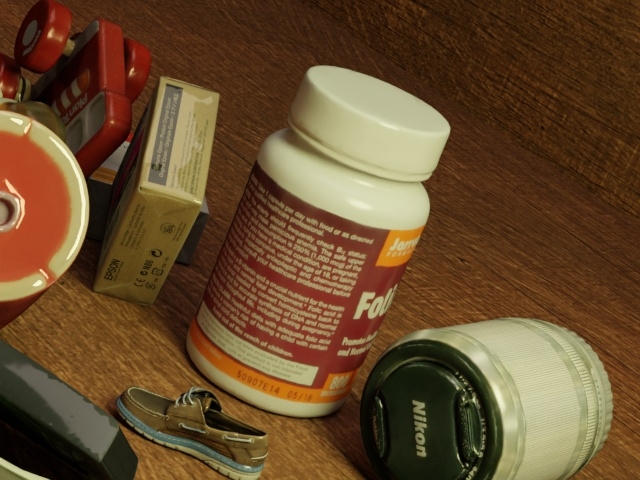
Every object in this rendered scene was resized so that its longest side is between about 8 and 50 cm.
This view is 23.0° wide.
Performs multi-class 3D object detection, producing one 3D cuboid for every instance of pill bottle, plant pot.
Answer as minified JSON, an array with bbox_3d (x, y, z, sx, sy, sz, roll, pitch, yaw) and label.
[{"bbox_3d":[0.000,0.000,1.944,0.224,0.392,0.224,20,21,-8],"label":"pill bottle"},{"bbox_3d":[-0.373,-0.025,1.666,0.275,0.275,0.243,13,-10,-26],"label":"plant pot"}]

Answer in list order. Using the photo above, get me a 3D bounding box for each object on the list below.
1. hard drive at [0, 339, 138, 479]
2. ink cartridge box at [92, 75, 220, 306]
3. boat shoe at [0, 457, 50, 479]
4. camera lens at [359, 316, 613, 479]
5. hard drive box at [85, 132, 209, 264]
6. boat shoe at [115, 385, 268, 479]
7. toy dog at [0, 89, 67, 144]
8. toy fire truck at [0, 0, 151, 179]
[{"bbox_3d":[-0.297,0.160,1.586,0.254,0.054,0.172,31,-19,15],"label":"hard drive"},{"bbox_3d":[-0.212,-0.061,2.022,0.088,0.235,0.193,16,49,-14],"label":"ink cartridge box"},{"bbox_3d":[-0.333,0.236,1.407,0.305,0.109,0.091,25,15,-6],"label":"boat shoe"},{"bbox_3d":[0.198,0.206,1.883,0.219,0.219,0.274,36,24,32],"label":"camera lens"},{"bbox_3d":[-0.269,-0.072,2.287,0.181,0.089,0.232,17,21,-18],"label":"hard drive box"},{"bbox_3d":[-0.139,0.200,1.765,0.183,0.066,0.066,25,20,5],"label":"boat shoe"},{"bbox_3d":[-0.496,-0.147,1.911,0.408,0.285,0.395,31,-5,-1],"label":"toy dog"},{"bbox_3d":[-0.361,-0.159,2.147,0.169,0.302,0.254,25,42,-34],"label":"toy fire truck"}]
